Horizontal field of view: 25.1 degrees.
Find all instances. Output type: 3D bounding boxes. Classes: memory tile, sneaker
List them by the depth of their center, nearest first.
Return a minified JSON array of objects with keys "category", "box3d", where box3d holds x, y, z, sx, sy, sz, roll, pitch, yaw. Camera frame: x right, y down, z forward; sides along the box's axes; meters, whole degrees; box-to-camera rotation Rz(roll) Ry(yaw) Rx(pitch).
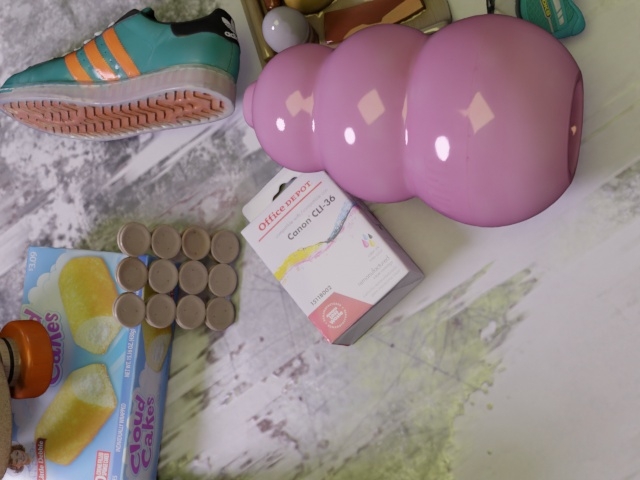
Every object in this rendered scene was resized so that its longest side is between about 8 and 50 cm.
[{"category":"sneaker","box3d":[0.232,-0.336,1.466,0.110,0.107,0.275,5,90,1]},{"category":"memory tile","box3d":[-0.153,0.039,1.531,0.012,0.148,0.113,-1,85,55]},{"category":"sneaker","box3d":[-0.221,-0.189,1.604,0.302,0.108,0.121,-3,65,24]}]

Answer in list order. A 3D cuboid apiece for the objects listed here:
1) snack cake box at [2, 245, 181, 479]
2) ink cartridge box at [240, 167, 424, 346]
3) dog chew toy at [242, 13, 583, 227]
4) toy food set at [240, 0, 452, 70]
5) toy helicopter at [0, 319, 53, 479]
[{"category":"snack cake box","box3d":[-0.251,0.144,1.574,0.152,0.089,0.264,4,85,20]},{"category":"ink cartridge box","box3d":[0.000,0.000,1.511,0.115,0.067,0.198,-44,71,11]},{"category":"dog chew toy","box3d":[0.085,-0.123,1.413,0.332,0.206,0.206,5,85,16]},{"category":"toy food set","box3d":[-0.008,-0.320,1.539,0.220,0.092,0.306,-21,77,17]},{"category":"toy helicopter","box3d":[-0.426,0.197,1.571,0.355,0.140,0.235,3,94,52]}]
